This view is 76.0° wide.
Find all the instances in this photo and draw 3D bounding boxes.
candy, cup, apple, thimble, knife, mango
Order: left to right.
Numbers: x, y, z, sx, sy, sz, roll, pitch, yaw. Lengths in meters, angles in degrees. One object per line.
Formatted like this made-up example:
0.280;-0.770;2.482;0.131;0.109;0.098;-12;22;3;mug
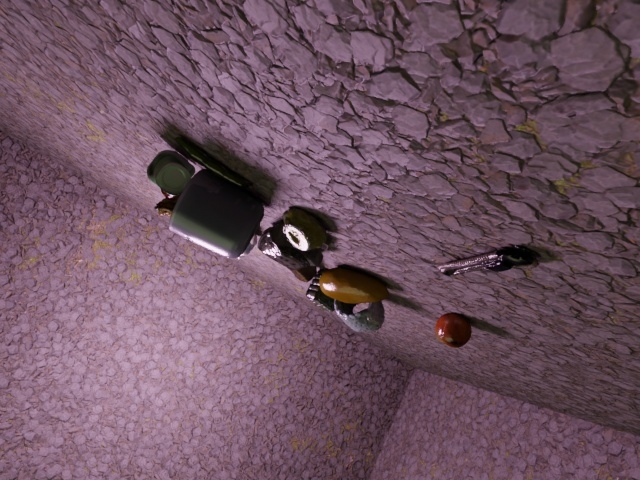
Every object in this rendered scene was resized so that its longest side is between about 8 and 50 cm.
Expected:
-0.368;-0.099;1.569;0.274;0.259;0.357;29;-165;-5;cup
-0.091;0.125;1.995;0.102;0.104;0.234;25;164;28;candy
0.129;0.199;1.814;0.331;0.142;0.195;-2;151;47;mango
0.189;0.318;1.947;0.250;0.205;0.172;35;168;48;thimble
0.535;0.367;1.657;0.146;0.146;0.146;26;164;8;apple
0.421;0.070;1.085;0.089;0.043;0.365;31;164;-7;knife

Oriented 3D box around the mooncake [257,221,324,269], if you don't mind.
-0.137;0.036;1.737;0.254;0.136;0.250;34;160;-20;mooncake

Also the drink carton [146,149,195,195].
-0.530;-0.234;1.459;0.144;0.146;0.142;39;-179;-29;drink carton

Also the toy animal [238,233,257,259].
-0.434;-0.027;1.981;0.249;0.174;0.289;16;162;0;toy animal

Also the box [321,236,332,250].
0.000;0.000;1.576;0.079;0.035;0.083;27;163;3;box

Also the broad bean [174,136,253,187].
-0.363;-0.253;1.386;0.297;0.043;0.060;33;152;-19;broad bean

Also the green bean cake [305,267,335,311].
0.037;0.251;2.048;0.094;0.173;0.181;11;154;50;green bean cake

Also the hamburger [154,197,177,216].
-0.646;-0.144;1.912;0.183;0.130;0.206;5;-165;33;hamburger

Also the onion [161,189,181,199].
-0.646;-0.232;1.807;0.117;0.118;0.118;43;159;-30;onion

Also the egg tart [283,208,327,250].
-0.069;-0.034;1.465;0.197;0.078;0.197;29;148;20;egg tart
